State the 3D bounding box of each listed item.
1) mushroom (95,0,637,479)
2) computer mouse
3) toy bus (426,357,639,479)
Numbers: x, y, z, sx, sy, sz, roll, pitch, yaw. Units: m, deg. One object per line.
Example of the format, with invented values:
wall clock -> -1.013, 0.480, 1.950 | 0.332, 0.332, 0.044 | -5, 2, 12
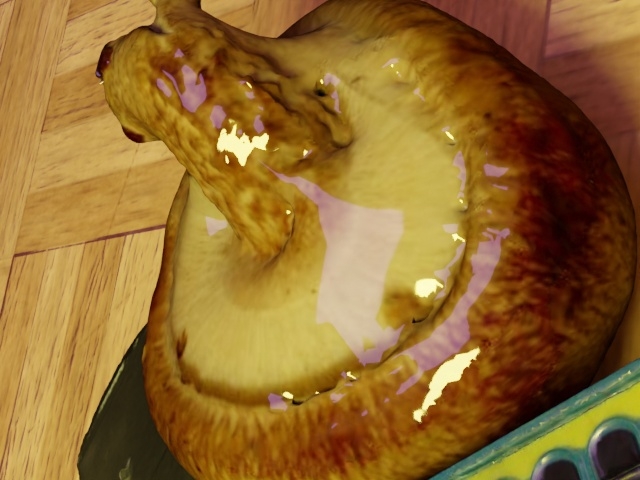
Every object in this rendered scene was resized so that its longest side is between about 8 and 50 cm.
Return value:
mushroom -> 0.000, 0.000, 0.776 | 0.345, 0.259, 0.345 | -25, 53, 37
computer mouse -> -0.107, 0.185, 0.957 | 0.168, 0.087, 0.295 | -61, 26, 18
toy bus -> 0.128, 0.186, 0.641 | 0.287, 0.138, 0.175 | -37, 49, 32
